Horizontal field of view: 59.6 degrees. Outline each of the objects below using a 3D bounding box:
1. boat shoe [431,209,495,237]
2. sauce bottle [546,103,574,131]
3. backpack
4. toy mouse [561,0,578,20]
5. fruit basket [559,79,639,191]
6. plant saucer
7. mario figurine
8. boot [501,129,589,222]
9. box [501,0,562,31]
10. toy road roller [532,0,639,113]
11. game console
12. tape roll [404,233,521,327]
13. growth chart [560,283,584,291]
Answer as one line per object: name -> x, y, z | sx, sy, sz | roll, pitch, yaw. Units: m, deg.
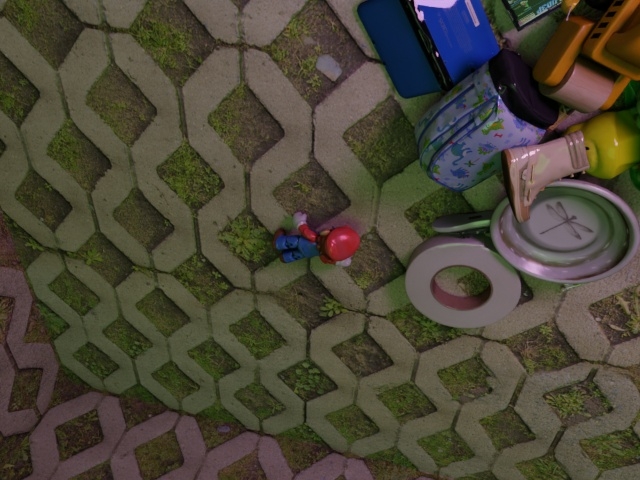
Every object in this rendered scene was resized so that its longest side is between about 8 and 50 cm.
boat shoe -> 0.474, -0.043, 1.778 | 0.229, 0.080, 0.076 | -10, 122, 15
sauce bottle -> 0.653, -0.348, 1.500 | 0.042, 0.042, 0.128 | 34, 127, -9
backpack -> 0.416, -0.295, 1.489 | 0.356, 0.273, 0.290 | -16, 157, 43
toy mouse -> 0.572, -0.559, 1.200 | 0.031, 0.161, 0.143 | 36, 130, 1
fruit basket -> 0.805, -0.243, 1.409 | 0.393, 0.282, 0.391 | -1, 122, -2
plant saucer -> 0.710, -0.041, 1.642 | 0.401, 0.100, 0.400 | 16, 138, 15
mario figurine -> 0.000, 0.000, 1.958 | 0.321, 0.169, 0.198 | -4, 162, 33
boot -> 0.586, -0.160, 1.451 | 0.204, 0.095, 0.261 | -17, 135, 11
box -> 0.528, -0.629, 1.314 | 0.220, 0.051, 0.175 | -25, 115, 32
toy road roller -> 0.671, -0.427, 1.249 | 0.203, 0.240, 0.329 | 16, 122, -20
game console -> 0.283, -0.551, 1.471 | 0.250, 0.173, 0.293 | -33, 116, 1
tape roll -> 0.485, 0.142, 1.917 | 0.393, 0.072, 0.391 | 9, 129, 12
growth chart -> 0.778, 0.070, 1.798 | 0.172, 0.021, 0.237 | -33, 109, 34
